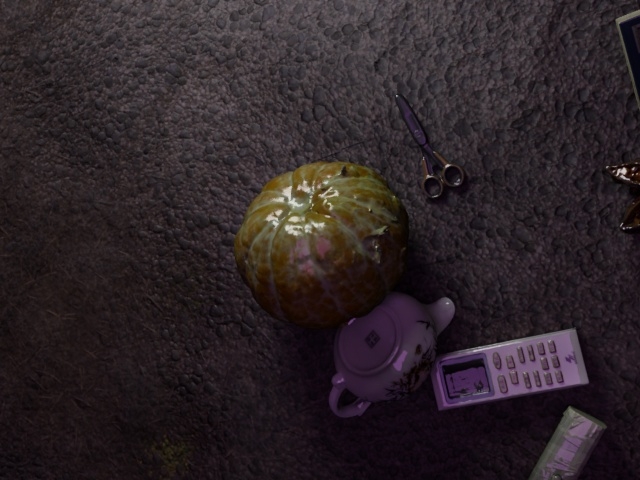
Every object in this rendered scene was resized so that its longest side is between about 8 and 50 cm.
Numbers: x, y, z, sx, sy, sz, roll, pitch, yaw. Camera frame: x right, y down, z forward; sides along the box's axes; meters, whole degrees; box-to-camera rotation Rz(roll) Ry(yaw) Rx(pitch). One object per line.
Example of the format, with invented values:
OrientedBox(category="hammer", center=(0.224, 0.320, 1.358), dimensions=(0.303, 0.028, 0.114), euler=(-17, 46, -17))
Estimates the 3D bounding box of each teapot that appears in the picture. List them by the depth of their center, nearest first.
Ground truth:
OrientedBox(category="teapot", center=(0.430, 0.402, 1.472), dimensions=(0.077, 0.107, 0.200), euler=(28, 97, 12))
OrientedBox(category="teapot", center=(0.114, 0.215, 1.560), dimensions=(0.208, 0.166, 0.299), euler=(47, 112, 30))

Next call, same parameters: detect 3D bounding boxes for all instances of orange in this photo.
OrientedBox(category="orange", center=(0.000, 0.000, 1.512), dimensions=(0.329, 0.249, 0.329), euler=(-10, 50, 12))

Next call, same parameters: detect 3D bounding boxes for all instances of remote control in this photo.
OrientedBox(category="remote control", center=(0.343, 0.239, 1.528), dimensions=(0.277, 0.055, 0.102), euler=(-14, 84, 15))

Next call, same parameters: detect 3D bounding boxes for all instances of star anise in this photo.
OrientedBox(category="star anise", center=(0.621, -0.072, 1.436), dimensions=(0.214, 0.099, 0.220), euler=(-31, 80, 27))

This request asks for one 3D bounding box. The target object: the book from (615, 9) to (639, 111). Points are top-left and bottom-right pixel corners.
OrientedBox(category="book", center=(0.661, -0.342, 1.411), dimensions=(0.269, 0.025, 0.190), euler=(-20, 120, 15))

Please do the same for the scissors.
OrientedBox(category="scissors", center=(0.198, -0.190, 1.601), dimensions=(0.088, 0.017, 0.220), euler=(-29, 81, 17))
